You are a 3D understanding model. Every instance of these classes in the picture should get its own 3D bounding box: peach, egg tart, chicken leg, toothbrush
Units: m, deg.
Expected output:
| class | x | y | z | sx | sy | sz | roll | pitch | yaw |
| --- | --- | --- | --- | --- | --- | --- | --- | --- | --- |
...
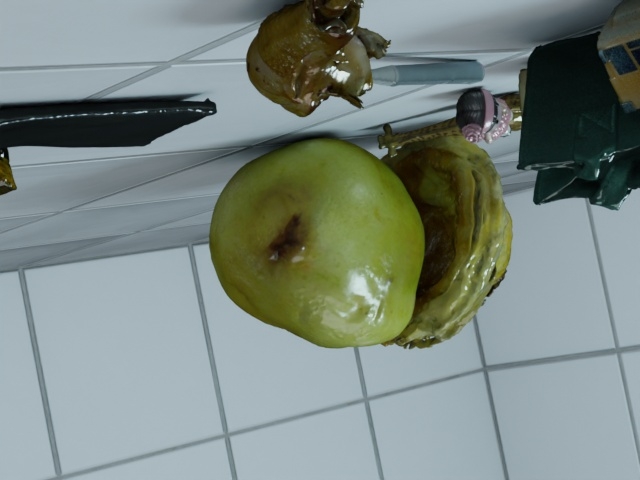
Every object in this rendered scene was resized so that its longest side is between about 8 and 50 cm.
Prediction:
| class | x | y | z | sx | sy | sz | roll | pitch | yaw |
| --- | --- | --- | --- | --- | --- | --- | --- | --- | --- |
| peach | -0.001 | -0.001 | 2.043 | 0.314 | 0.281 | 0.316 | 27 | -175 | 40 |
| egg tart | 0.175 | 0.002 | 2.191 | 0.150 | 0.351 | 0.352 | 18 | 161 | -34 |
| chicken leg | 0.005 | -0.151 | 1.105 | 0.101 | 0.085 | 0.207 | 23 | 164 | -7 |
| toothbrush | 0.080 | -0.172 | 1.494 | 0.025 | 0.030 | 0.342 | -13 | 177 | 35 |

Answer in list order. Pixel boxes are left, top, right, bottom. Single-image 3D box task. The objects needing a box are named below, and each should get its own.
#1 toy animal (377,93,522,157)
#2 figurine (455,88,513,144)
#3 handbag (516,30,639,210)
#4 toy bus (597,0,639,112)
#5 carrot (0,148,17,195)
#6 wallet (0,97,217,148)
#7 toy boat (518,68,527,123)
| class | x | y | z | sx | sy | sz | roll | pitch | yaw |
| --- | --- | --- | --- | --- | --- | --- | --- | --- | --- |
| toy animal | 0.217 | -0.161 | 2.018 | 0.276 | 0.054 | 0.149 | -12 | 179 | -4 |
| figurine | 0.209 | -0.154 | 1.890 | 0.054 | 0.072 | 0.129 | 11 | 180 | 21 |
| handbag | 0.369 | -0.142 | 1.478 | 0.327 | 0.089 | 0.238 | -11 | -147 | 22 |
| toy bus | 0.350 | -0.192 | 1.368 | 0.182 | 0.103 | 0.091 | -14 | -148 | 43 |
| carrot | -0.450 | -0.049 | 1.573 | 0.260 | 0.070 | 0.070 | -14 | 177 | 12 |
| wallet | -0.249 | -0.111 | 1.446 | 0.285 | 0.030 | 0.146 | -7 | 178 | -43 |
| toy boat | 0.312 | -0.163 | 1.760 | 0.061 | 0.116 | 0.188 | -8 | 178 | 44 |
